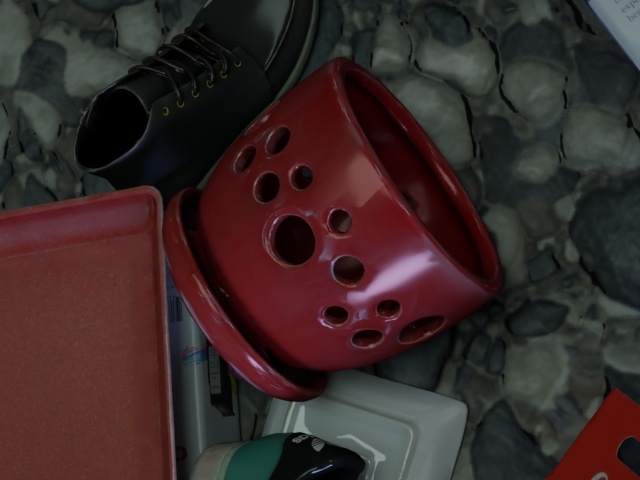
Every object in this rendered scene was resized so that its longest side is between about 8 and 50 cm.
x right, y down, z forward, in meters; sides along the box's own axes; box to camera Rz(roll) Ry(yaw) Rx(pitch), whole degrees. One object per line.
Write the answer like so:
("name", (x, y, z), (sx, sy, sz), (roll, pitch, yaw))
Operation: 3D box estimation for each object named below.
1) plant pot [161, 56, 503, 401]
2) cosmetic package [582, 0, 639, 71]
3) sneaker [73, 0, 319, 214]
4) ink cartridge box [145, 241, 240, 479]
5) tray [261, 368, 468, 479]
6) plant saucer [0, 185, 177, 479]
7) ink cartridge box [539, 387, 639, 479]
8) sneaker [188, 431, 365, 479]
("plant pot", (0.000, 0.000, 1.222), (0.174, 0.191, 0.191), (-33, 69, 14))
("cosmetic package", (0.252, -0.173, 1.183), (0.151, 0.151, 0.183), (-38, 68, 10))
("sneaker", (-0.084, -0.123, 1.317), (0.083, 0.118, 0.222), (31, 91, 24))
("ink cartridge box", (-0.131, 0.095, 1.313), (0.127, 0.072, 0.175), (-9, 75, 18))
("tray", (-0.004, 0.221, 1.263), (0.145, 0.030, 0.270), (15, 84, 24))
("plant saucer", (-0.213, 0.109, 1.270), (0.258, 0.048, 0.259), (-10, 72, 17))
("ink cartridge box", (0.130, 0.199, 1.140), (0.066, 0.189, 0.232), (30, 94, -17))
("sneaker", (-0.022, 0.272, 1.170), (0.121, 0.108, 0.302), (-13, 72, 39))
